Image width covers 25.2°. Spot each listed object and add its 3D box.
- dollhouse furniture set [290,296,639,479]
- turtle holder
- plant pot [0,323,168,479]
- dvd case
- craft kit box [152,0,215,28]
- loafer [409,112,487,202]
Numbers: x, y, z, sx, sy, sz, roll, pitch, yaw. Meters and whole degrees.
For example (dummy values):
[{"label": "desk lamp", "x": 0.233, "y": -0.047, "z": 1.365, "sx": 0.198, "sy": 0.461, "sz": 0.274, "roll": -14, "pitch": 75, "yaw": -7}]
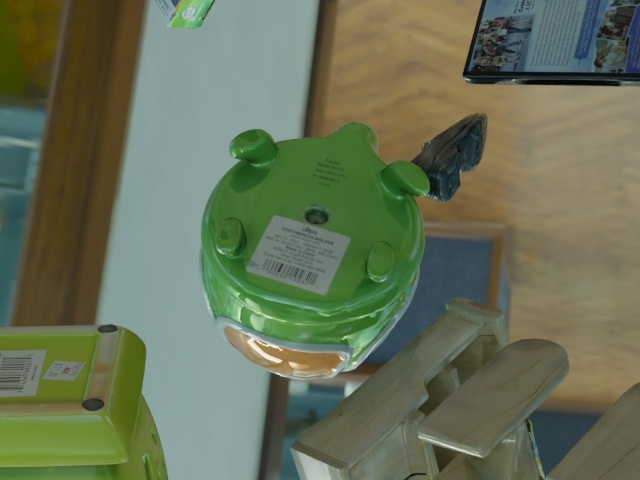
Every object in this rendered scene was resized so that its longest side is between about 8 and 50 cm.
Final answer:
[{"label": "dollhouse furniture set", "x": 0.212, "y": 0.235, "z": 1.316, "sx": 0.394, "sy": 0.256, "sz": 0.362, "roll": 17, "pitch": 134, "yaw": 42}, {"label": "turtle holder", "x": -0.017, "y": 0.006, "z": 1.573, "sx": 0.243, "sy": 0.320, "sz": 0.227, "roll": -5, "pitch": 138, "yaw": -11}, {"label": "plant pot", "x": -0.248, "y": 0.196, "z": 1.203, "sx": 0.227, "sy": 0.207, "sz": 0.228, "roll": -1, "pitch": -157, "yaw": -2}, {"label": "dvd case", "x": 0.292, "y": -0.252, "z": 1.580, "sx": 0.253, "sy": 0.180, "sz": 0.022, "roll": 5, "pitch": 159, "yaw": 31}, {"label": "craft kit box", "x": -0.159, "y": -0.419, "z": 1.654, "sx": 0.061, "sy": 0.250, "sz": 0.246, "roll": -5, "pitch": 145, "yaw": -43}, {"label": "loafer", "x": 0.144, "y": -0.104, "z": 1.635, "sx": 0.061, "sy": 0.062, "sz": 0.170, "roll": 12, "pitch": -148, "yaw": 24}]
